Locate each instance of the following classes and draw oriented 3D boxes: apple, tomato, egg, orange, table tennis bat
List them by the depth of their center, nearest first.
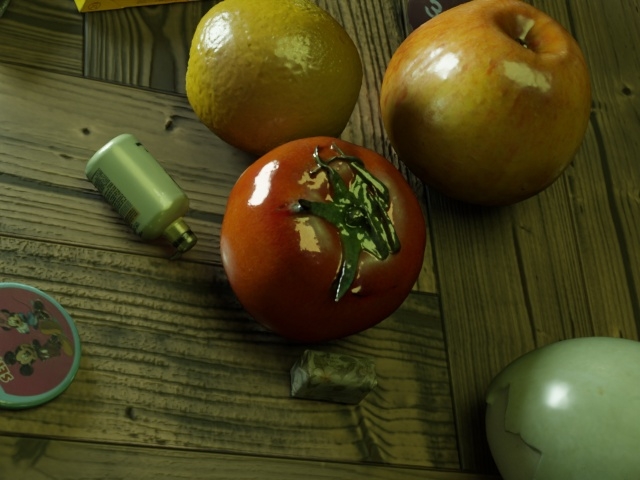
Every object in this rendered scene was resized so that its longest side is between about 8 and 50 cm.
[{"bbox_3d":[-0.377,0.133,1.495,0.244,0.040,0.153,-25,77,-41],"label":"table tennis bat"},{"bbox_3d":[0.000,0.000,1.650,0.256,0.224,0.256,13,61,-24],"label":"tomato"},{"bbox_3d":[0.360,0.257,1.663,0.336,0.278,0.278,24,43,32],"label":"egg"},{"bbox_3d":[-0.060,-0.214,1.748,0.236,0.236,0.236,13,57,-21],"label":"orange"},{"bbox_3d":[0.236,-0.200,1.868,0.299,0.275,0.299,12,53,-17],"label":"apple"}]

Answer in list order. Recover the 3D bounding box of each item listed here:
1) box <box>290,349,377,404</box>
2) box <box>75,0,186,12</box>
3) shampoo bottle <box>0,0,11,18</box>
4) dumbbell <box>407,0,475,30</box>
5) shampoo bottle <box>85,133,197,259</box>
[{"bbox_3d":[0.015,0.169,1.663,0.098,0.062,0.045,9,54,-20],"label":"box"},{"bbox_3d":[-0.235,-0.401,1.875,0.269,0.043,0.152,-13,70,-34],"label":"box"},{"bbox_3d":[-0.408,-0.356,1.743,0.057,0.063,0.207,33,51,-19],"label":"shampoo bottle"},{"bbox_3d":[0.236,-0.397,2.071,0.140,0.124,0.225,37,52,-6],"label":"dumbbell"},{"bbox_3d":[-0.213,-0.051,1.659,0.162,0.079,0.079,48,52,5],"label":"shampoo bottle"}]
